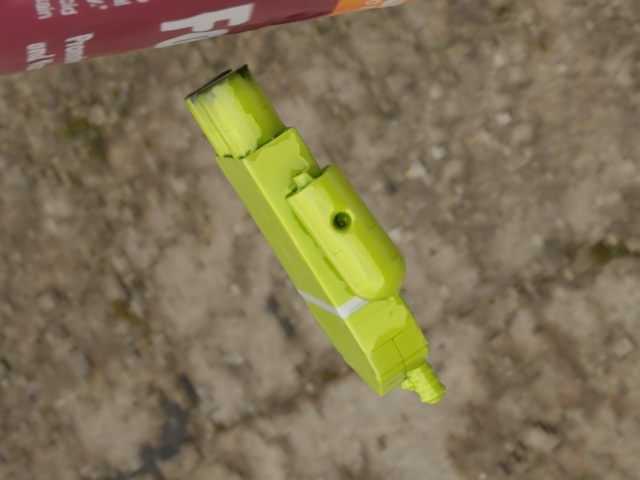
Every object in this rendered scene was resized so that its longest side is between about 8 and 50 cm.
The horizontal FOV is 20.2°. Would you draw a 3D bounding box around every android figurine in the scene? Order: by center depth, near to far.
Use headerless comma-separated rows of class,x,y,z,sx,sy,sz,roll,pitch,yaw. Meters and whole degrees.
android figurine,0.000,0.000,1.263,0.273,0.056,0.248,56,173,-7

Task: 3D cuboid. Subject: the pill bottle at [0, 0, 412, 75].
pill bottle,-0.045,-0.195,0.731,0.224,0.392,0.224,169,90,-79
